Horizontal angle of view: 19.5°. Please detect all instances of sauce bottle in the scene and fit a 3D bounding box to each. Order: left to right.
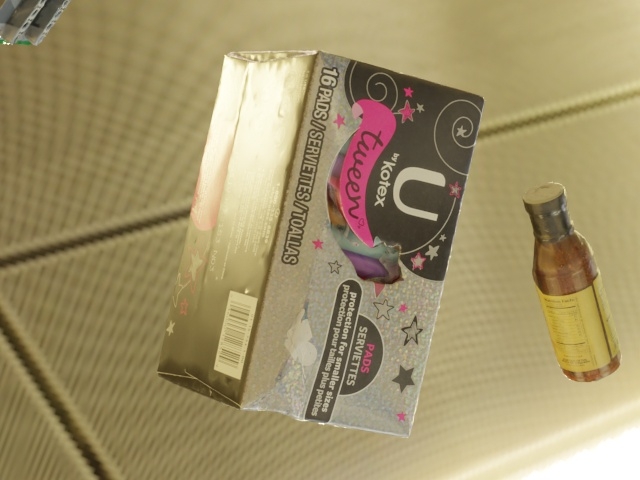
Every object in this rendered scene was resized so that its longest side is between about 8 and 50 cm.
[{"bbox_3d":[0.152,0.025,1.137,0.042,0.128,0.042,-14,-156,7],"label":"sauce bottle"}]

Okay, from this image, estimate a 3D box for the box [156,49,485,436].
[{"bbox_3d":[0.000,0.000,1.324,0.142,0.247,0.163,12,180,-27],"label":"box"}]

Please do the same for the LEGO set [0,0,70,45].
[{"bbox_3d":[-0.165,-0.214,0.612,0.331,0.192,0.255,41,-167,15],"label":"LEGO set"}]
